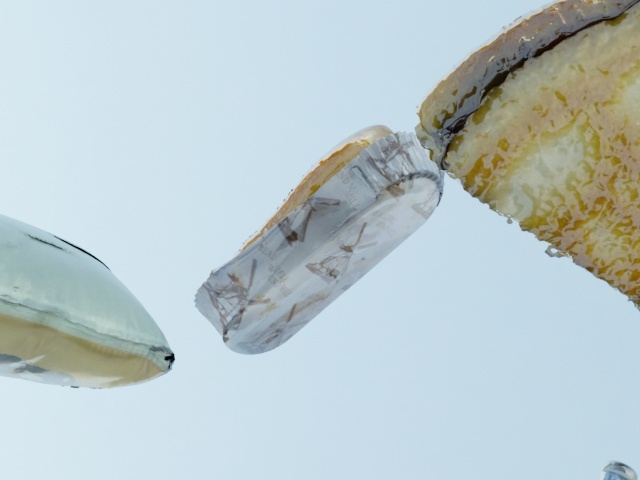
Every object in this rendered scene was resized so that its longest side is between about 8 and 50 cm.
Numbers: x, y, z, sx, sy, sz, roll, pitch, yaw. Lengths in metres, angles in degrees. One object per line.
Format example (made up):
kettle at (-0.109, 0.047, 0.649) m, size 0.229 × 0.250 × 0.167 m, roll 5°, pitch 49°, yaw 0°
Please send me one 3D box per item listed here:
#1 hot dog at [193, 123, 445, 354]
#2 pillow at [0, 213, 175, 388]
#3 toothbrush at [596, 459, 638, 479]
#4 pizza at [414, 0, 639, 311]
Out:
hot dog at (0.000, 0.000, 1.202) m, size 0.191 × 0.108 × 0.059 m, roll -42°, pitch -126°, yaw 12°
pillow at (-0.276, 0.034, 1.455) m, size 0.312 × 0.310 × 0.119 m, roll -157°, pitch -96°, yaw -74°
toothbrush at (0.183, 0.226, 1.248) m, size 0.040 × 0.040 × 0.386 m, roll 56°, pitch -12°, yaw 24°
pizza at (0.232, -0.065, 1.085) m, size 0.251 × 0.287 × 0.074 m, roll -44°, pitch -158°, yaw 26°
